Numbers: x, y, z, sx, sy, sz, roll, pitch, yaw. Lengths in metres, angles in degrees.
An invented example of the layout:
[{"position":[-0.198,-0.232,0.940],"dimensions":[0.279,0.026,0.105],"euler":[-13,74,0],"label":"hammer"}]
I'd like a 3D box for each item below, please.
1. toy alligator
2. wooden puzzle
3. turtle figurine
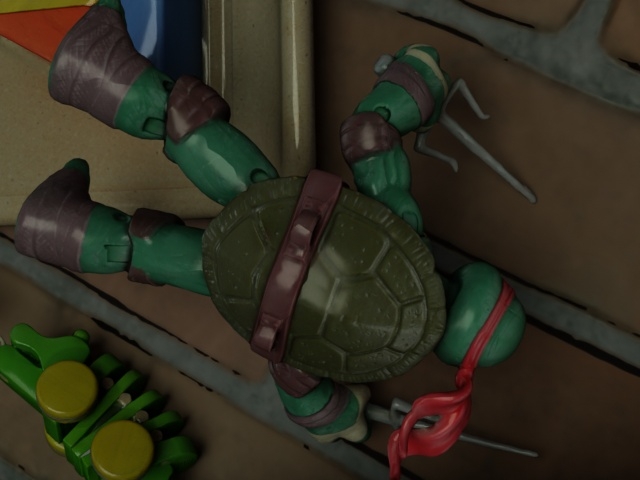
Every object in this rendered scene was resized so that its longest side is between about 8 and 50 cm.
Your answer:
[{"position":[-0.116,0.070,0.574],"dimensions":[0.051,0.056,0.189],"euler":[-38,71,-25],"label":"toy alligator"},{"position":[-0.170,-0.168,0.587],"dimensions":[0.348,0.080,0.322],"euler":[-2,87,22],"label":"wooden puzzle"},{"position":[0.000,0.000,0.475],"dimensions":[0.234,0.118,0.175],"euler":[23,99,5],"label":"turtle figurine"}]
